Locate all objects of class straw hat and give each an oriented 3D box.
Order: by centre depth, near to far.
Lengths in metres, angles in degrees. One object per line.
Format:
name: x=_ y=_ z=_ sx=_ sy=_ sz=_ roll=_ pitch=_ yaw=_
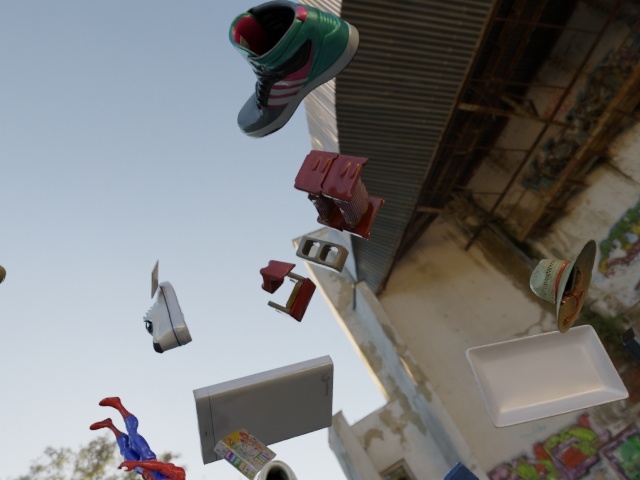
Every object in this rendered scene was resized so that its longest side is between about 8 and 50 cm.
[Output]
straw hat: x=0.336 y=0.059 z=0.714 sx=0.145 sy=0.061 sz=0.144 roll=-22 pitch=-58 yaw=-41

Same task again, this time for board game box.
board game box: x=-0.162 y=0.466 z=1.100 sx=0.026 sy=0.104 sz=0.154 roll=-56 pitch=-13 yaw=-4

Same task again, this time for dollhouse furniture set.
dollhouse furniture set: x=0.000 y=0.000 z=1.174 sx=0.373 sy=0.152 sz=0.201 roll=-66 pitch=-27 yaw=-16

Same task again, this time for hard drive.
hard drive: x=0.460 y=0.178 z=0.661 sx=0.022 sy=0.135 sz=0.094 roll=-48 pitch=-22 yaw=20
hard drive: x=-0.137 y=0.436 z=1.289 sx=0.354 sy=0.047 sz=0.232 roll=-10 pitch=-61 yaw=-20

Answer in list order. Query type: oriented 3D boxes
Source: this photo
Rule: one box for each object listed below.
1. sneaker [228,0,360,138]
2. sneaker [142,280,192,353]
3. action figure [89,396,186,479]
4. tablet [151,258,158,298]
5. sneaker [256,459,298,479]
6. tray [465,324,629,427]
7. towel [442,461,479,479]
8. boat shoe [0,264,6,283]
sneaker: x=-0.095 y=-0.297 z=0.865 sx=0.179 sy=0.123 sz=0.296 roll=17 pitch=-40 yaw=-43
sneaker: x=-0.375 y=0.173 z=1.182 sx=0.091 sy=0.258 sz=0.094 roll=-21 pitch=-65 yaw=-16
action figure: x=-0.350 y=0.406 z=0.899 sx=0.139 sy=0.281 sz=0.091 roll=2 pitch=-66 yaw=-59
tablet: x=-0.392 y=0.092 z=1.186 sx=0.006 sy=0.054 sz=0.083 roll=10 pitch=-57 yaw=-6
sneaker: x=-0.080 y=0.530 z=0.841 sx=0.108 sy=0.292 sz=0.169 roll=0 pitch=-41 yaw=-12
tray: x=0.407 y=0.245 z=0.912 sx=0.271 sy=0.145 sz=0.030 roll=-8 pitch=-30 yaw=-12
towel: x=0.320 y=0.597 z=1.200 sx=0.119 sy=0.067 sz=0.029 roll=-44 pitch=-18 yaw=-12
boat shoe: x=-1.018 y=0.094 z=1.351 sx=0.286 sy=0.089 sz=0.104 roll=10 pitch=-60 yaw=-30
